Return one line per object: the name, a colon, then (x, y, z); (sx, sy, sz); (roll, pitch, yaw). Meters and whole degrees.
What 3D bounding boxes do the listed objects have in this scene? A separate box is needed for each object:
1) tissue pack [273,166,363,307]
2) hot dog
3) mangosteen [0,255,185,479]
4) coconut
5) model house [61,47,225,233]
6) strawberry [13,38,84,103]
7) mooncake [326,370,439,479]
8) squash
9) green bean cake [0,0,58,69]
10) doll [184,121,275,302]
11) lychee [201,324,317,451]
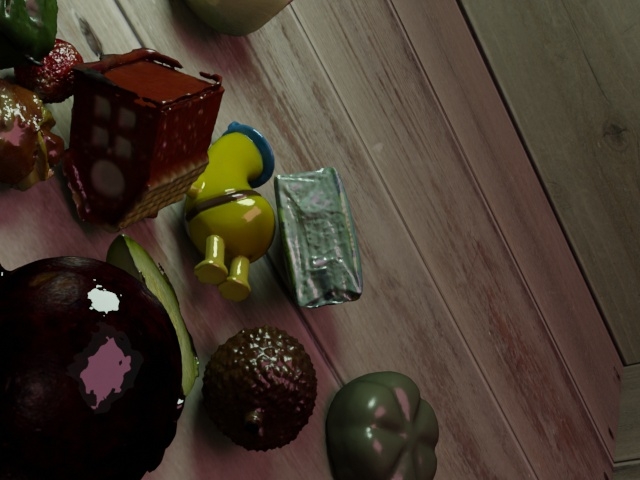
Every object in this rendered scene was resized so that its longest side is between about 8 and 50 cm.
tissue pack: (0.000, 0.000, 1.702); (0.311, 0.128, 0.227); (60, 20, -88)
hot dog: (-0.421, -0.152, 1.225); (0.213, 0.103, 0.146); (25, 54, -51)
mangosteen: (-0.326, 0.155, 1.061); (0.347, 0.307, 0.306); (23, 49, -15)
coconut: (-0.155, -0.499, 1.736); (0.259, 0.259, 0.259); (35, 46, -47)
model house: (-0.264, -0.131, 1.395); (0.196, 0.160, 0.253); (-40, 146, -60)
strawberry: (-0.381, -0.234, 1.335); (0.106, 0.106, 0.106); (35, 46, -47)
mooncake: (0.125, 0.384, 1.827); (0.275, 0.135, 0.274); (28, 54, -47)
squash: (-0.222, 0.102, 1.376); (0.155, 0.204, 0.236); (-18, 89, -38)
green bean cake: (-0.454, -0.353, 1.185); (0.250, 0.156, 0.246); (20, 66, -65)
doll: (-0.152, -0.074, 1.603); (0.199, 0.145, 0.363); (41, 35, -38)
lychee: (-0.095, 0.233, 1.481); (0.200, 0.200, 0.238); (62, 16, -18)
